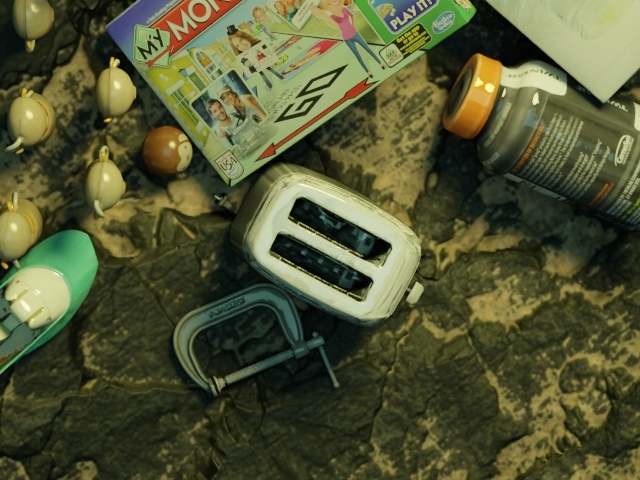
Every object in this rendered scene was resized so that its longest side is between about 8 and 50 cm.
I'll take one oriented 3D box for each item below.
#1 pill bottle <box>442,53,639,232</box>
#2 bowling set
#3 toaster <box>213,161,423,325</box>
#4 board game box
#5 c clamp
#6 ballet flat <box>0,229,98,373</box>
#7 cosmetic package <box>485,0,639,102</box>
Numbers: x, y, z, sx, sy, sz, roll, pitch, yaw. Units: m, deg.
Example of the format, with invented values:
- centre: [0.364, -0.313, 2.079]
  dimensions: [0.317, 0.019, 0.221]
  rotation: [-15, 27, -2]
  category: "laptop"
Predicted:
- centre: [0.254, -0.111, 1.564]
  dimensions: [0.245, 0.130, 0.130]
  rotation: [23, 93, -10]
  category: "pill bottle"
- centre: [-0.225, -0.113, 1.485]
  dimensions: [0.200, 0.154, 0.287]
  rotation: [2, 96, -8]
  category: "bowling set"
- centre: [0.000, 0.000, 1.533]
  dimensions: [0.227, 0.146, 0.129]
  rotation: [29, 91, -10]
  category: "toaster"
- centre: [-0.035, -0.221, 1.482]
  dimensions: [0.317, 0.046, 0.213]
  rotation: [-33, 101, 26]
  category: "board game box"
- centre: [-0.073, 0.119, 1.598]
  dimensions: [0.160, 0.022, 0.137]
  rotation: [-17, 98, -6]
  category: "c clamp"
- centre: [-0.323, 0.090, 1.527]
  dimensions: [0.247, 0.087, 0.083]
  rotation: [-44, 99, -2]
  category: "ballet flat"
- centre: [0.286, -0.303, 1.488]
  dimensions: [0.224, 0.138, 0.224]
  rotation: [39, 122, -5]
  category: "cosmetic package"
